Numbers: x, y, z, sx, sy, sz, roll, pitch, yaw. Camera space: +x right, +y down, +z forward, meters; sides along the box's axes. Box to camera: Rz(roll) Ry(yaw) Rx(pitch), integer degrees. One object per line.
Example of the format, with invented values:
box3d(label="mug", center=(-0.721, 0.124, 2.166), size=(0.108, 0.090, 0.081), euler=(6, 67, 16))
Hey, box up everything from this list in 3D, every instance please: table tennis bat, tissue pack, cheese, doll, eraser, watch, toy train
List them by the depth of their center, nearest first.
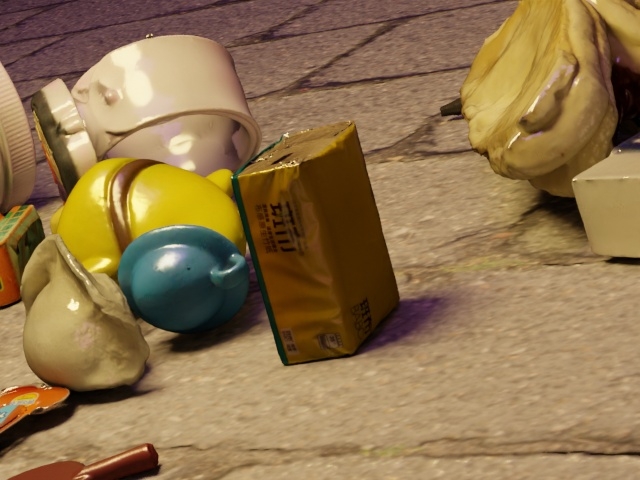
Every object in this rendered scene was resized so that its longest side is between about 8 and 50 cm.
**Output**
box3d(label="table tennis bat", center=(-0.196, 0.183, 1.475), size=(0.155, 0.019, 0.098), euler=(-18, 15, 6))
box3d(label="cheese", center=(-0.299, 0.172, 1.581), size=(0.106, 0.037, 0.256), euler=(-4, 22, 35))
box3d(label="tissue pack", center=(0.000, 0.000, 1.610), size=(0.082, 0.169, 0.120), euler=(-6, 18, 26))
box3d(label="eraser", center=(0.346, -0.071, 1.634), size=(0.279, 0.081, 0.124), euler=(-29, 20, -36))
box3d(label="doll", center=(-0.149, -0.007, 1.837), size=(0.199, 0.145, 0.363), euler=(-37, 25, -15))
box3d(label="toy train", center=(-0.351, 0.022, 2.080), size=(0.099, 0.072, 0.188), euler=(-9, 16, 7))
box3d(label="watch", center=(-0.182, -0.112, 2.108), size=(0.231, 0.196, 0.244), euler=(-16, -24, -6))

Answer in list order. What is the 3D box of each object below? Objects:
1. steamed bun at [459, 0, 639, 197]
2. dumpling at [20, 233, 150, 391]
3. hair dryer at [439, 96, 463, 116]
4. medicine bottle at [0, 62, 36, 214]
box3d(label="steamed bun", center=(0.267, -0.153, 1.832), size=(0.189, 0.247, 0.428), euler=(27, 8, -7))
box3d(label="dumpling", center=(-0.215, 0.060, 1.691), size=(0.100, 0.134, 0.169), euler=(-21, 14, -8))
box3d(label="hair dryer", center=(0.232, -0.172, 2.169), size=(0.195, 0.050, 0.173), euler=(-8, 15, 40))
box3d(label="medicine bottle", center=(-0.504, -0.109, 2.347), size=(0.241, 0.252, 0.252), euler=(-26, 18, -32))
